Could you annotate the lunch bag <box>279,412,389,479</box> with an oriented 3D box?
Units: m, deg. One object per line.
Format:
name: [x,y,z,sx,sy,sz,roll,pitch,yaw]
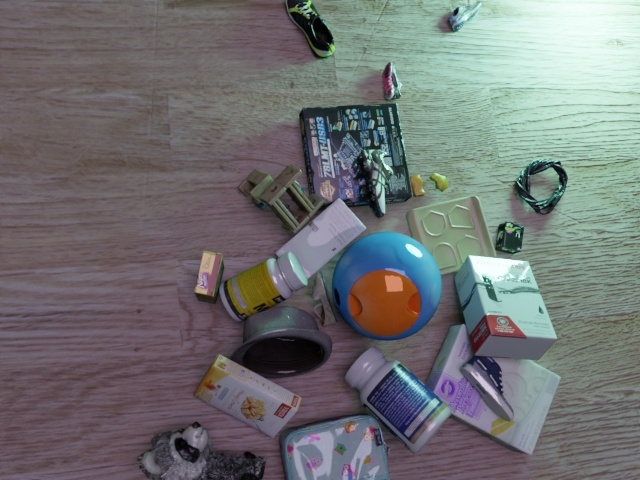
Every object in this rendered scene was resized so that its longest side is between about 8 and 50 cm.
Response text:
lunch bag: [0.044,0.579,1.639,0.279,0.108,0.224,-8,81,-13]

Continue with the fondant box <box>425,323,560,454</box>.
fondant box: [0.477,0.417,1.771,0.330,0.096,0.238,28,75,-4]

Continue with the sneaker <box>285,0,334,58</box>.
sneaker: [-0.020,-0.656,1.875,0.084,0.097,0.234,-32,87,-16]

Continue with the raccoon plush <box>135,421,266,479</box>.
raccoon plush: [-0.308,0.665,1.508,0.299,0.216,0.446,11,77,-2]

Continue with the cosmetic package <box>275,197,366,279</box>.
cosmetic package: [0.000,0.000,1.725,0.231,0.085,0.117,-42,92,0]

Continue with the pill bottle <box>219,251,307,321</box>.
pill bottle: [-0.148,0.119,1.646,0.208,0.119,0.119,-27,85,10]

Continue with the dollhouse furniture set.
dollhouse furniture set: [-0.107,-0.129,1.733,0.129,0.184,0.129,-47,127,-11]

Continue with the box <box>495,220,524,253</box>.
box: [0.571,-0.008,1.897,0.062,0.052,0.083,13,77,-8]

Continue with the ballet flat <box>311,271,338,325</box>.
ballet flat: [0.003,0.165,1.711,0.052,0.057,0.168,-19,113,-3]

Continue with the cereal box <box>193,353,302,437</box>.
cereal box: [-0.187,0.398,1.596,0.240,0.173,0.047,29,43,-4]

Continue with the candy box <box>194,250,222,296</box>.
candy box: [-0.285,0.098,1.622,0.053,0.186,0.109,12,77,-6]

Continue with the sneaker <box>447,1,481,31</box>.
sneaker: [0.461,-0.733,2.019,0.135,0.052,0.058,-42,86,-17]

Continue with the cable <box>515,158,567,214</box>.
cable: [0.694,-0.180,1.967,0.150,0.047,0.184,37,76,2]

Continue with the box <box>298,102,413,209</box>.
box: [0.101,-0.247,1.834,0.293,0.073,0.295,-7,81,-13]

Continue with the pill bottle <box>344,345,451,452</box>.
pill bottle: [0.198,0.412,1.652,0.265,0.153,0.153,41,73,20]

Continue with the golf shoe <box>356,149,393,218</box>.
golf shoe: [0.167,-0.164,1.760,0.094,0.077,0.198,-11,84,-14]

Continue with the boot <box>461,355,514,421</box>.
boot: [0.470,0.388,1.690,0.086,0.069,0.190,-38,87,-21]

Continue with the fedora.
fedora: [-0.107,0.254,1.634,0.275,0.243,0.124,3,49,-18]

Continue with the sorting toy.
sorting toy: [0.374,-0.056,1.875,0.229,0.041,0.307,-14,82,-10]

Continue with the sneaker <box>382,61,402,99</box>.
sneaker: [0.224,-0.487,1.927,0.057,0.047,0.119,2,82,-27]

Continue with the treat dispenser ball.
treat dispenser ball: [0.174,0.120,1.665,0.288,0.288,0.288,2,79,-12]

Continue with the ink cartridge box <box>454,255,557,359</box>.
ink cartridge box: [0.506,0.183,1.749,0.197,0.114,0.273,6,46,-12]
